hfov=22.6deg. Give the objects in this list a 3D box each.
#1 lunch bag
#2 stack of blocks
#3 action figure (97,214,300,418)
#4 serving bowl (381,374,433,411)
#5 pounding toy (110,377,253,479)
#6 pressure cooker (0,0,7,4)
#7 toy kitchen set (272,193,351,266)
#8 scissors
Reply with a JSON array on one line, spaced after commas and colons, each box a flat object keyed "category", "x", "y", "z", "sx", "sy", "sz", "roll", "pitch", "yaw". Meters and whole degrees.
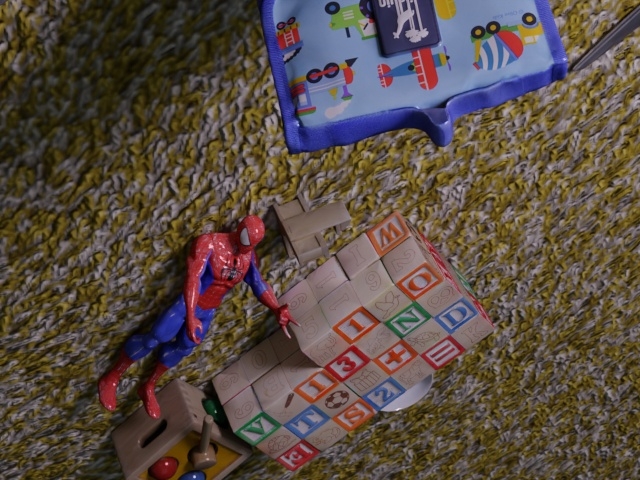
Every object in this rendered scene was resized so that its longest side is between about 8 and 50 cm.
[{"category": "lunch bag", "x": 0.062, "y": -0.184, "z": 1.288, "sx": 0.221, "sy": 0.293, "sz": 0.138, "roll": -14, "pitch": 142, "yaw": 2}, {"category": "stack of blocks", "x": 0.026, "y": 0.119, "z": 1.817, "sx": 0.297, "sy": 0.087, "sz": 0.171, "roll": -37, "pitch": 137, "yaw": 11}, {"category": "action figure", "x": -0.126, "y": 0.101, "z": 1.695, "sx": 0.091, "sy": 0.139, "sz": 0.280, "roll": 14, "pitch": 122, "yaw": -37}, {"category": "serving bowl", "x": 0.093, "y": 0.169, "z": 1.944, "sx": 0.083, "sy": 0.027, "sz": 0.083, "roll": -14, "pitch": 137, "yaw": -13}, {"category": "pounding toy", "x": -0.149, "y": 0.230, "z": 1.828, "sx": 0.141, "sy": 0.100, "sz": 0.130, "roll": -41, "pitch": 136, "yaw": 15}, {"category": "pressure cooker", "x": -0.203, "y": -0.359, "z": 1.016, "sx": 0.420, "sy": 0.370, "sz": 0.375, "roll": -32, "pitch": 109, "yaw": 2}, {"category": "toy kitchen set", "x": 0.000, "y": 0.000, "z": 1.690, "sx": 0.068, "sy": 0.083, "sz": 0.075, "roll": -21, "pitch": 137, "yaw": -6}, {"category": "scissors", "x": 0.378, "y": -0.281, "z": 1.656, "sx": 0.297, "sy": 0.021, "sz": 0.109, "roll": -29, "pitch": 140, "yaw": 4}]
